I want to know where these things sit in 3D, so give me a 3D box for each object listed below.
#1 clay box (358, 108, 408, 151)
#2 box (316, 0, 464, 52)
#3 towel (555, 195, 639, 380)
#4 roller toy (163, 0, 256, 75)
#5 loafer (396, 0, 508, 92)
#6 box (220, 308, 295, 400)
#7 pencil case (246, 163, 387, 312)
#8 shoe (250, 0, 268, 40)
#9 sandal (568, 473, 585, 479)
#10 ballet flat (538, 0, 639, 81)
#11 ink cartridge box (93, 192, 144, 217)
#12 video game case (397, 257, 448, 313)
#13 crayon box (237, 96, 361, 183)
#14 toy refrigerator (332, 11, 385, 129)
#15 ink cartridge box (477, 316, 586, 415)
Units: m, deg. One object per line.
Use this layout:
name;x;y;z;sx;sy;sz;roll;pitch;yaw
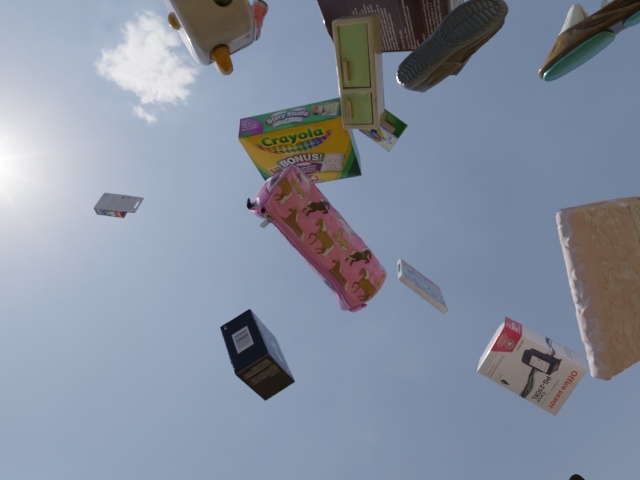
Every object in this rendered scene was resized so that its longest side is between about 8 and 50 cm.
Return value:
clay box;0.187;-0.344;1.320;0.127;0.222;0.053;36;-90;2
box;0.203;-0.655;1.218;0.143;0.381;0.191;-67;-31;-22
towel;0.625;0.077;0.877;0.317;0.053;0.332;-11;-93;-27
roller toy;-0.228;-0.451;0.834;0.146;0.191;0.209;-29;-34;-7
loafer;0.281;-0.413;0.917;0.251;0.094;0.087;-32;-24;26
box;-0.156;0.282;1.056;0.093;0.156;0.158;-31;-46;-3
pencil case;0.000;0.000;1.043;0.167;0.160;0.386;-46;-73;-10
shoe;-0.200;-0.592;1.190;0.063;0.178;0.081;22;-101;-24
sandal;0.498;0.502;0.786;0.179;0.067;0.040;-28;-34;-61
ballet flat;0.638;-0.505;0.949;0.116;0.342;0.124;-7;-107;-40
ink cartridge box;-0.532;-0.091;1.136;0.115;0.063;0.029;8;-41;5
video game case;0.380;0.164;1.619;0.204;0.285;0.025;37;-76;2
crayon box;-0.061;-0.326;1.516;0.363;0.106;0.313;-9;-29;13
toy refrigerator;0.103;-0.432;1.108;0.094;0.102;0.269;-59;-32;-50
ink cartridge box;0.612;0.363;1.249;0.100;0.237;0.172;-21;-44;-63
